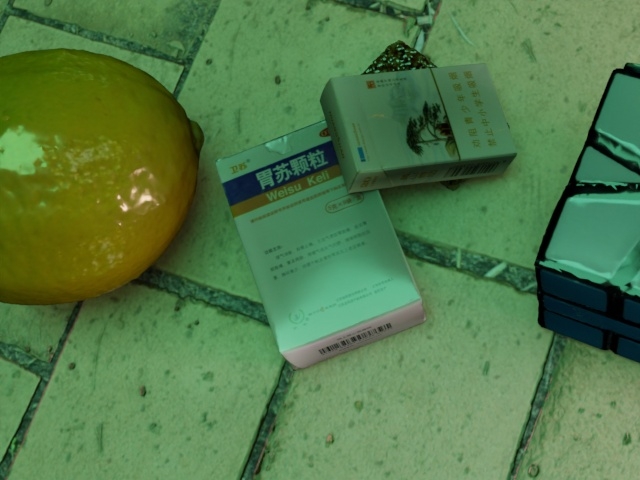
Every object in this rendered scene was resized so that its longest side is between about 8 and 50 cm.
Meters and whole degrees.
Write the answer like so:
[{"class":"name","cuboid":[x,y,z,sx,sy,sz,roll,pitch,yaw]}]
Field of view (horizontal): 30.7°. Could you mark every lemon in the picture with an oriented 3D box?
[{"class":"lemon","cuboid":[-0.323,-0.091,1.576,0.364,0.364,0.364,-4,71,11]}]

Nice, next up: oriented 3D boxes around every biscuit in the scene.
[{"class":"biscuit","cuboid":[0.148,-0.184,1.667,0.231,0.025,0.131,41,83,21]}]

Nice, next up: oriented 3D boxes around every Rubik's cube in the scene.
[{"class":"Rubik's cube","cuboid":[0.438,-0.007,1.409,0.288,0.283,0.293,18,78,18]}]

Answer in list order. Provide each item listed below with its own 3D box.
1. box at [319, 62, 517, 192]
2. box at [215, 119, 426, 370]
[{"class":"box","cuboid":[0.131,-0.153,1.566,0.233,0.067,0.149,-7,64,-17]},{"class":"box","cuboid":[0.000,0.000,1.592,0.200,0.106,0.299,-21,70,2]}]
